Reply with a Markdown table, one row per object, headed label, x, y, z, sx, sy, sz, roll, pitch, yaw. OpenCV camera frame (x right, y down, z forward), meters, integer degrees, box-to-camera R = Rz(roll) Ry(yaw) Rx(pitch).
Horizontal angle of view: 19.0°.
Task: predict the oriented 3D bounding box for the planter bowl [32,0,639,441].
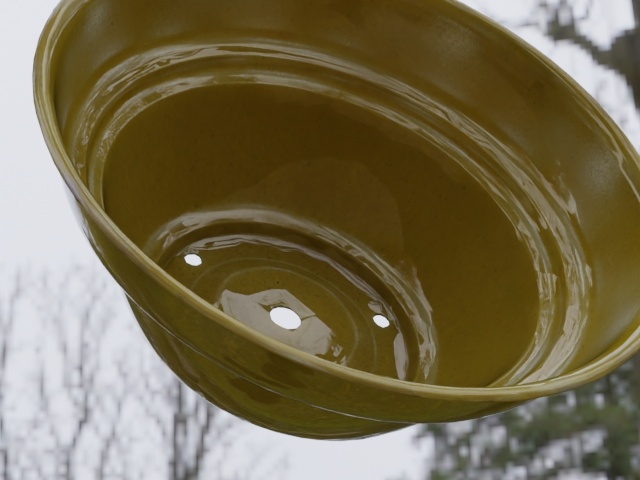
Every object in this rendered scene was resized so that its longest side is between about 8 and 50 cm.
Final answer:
| label | x | y | z | sx | sy | sz | roll | pitch | yaw |
| --- | --- | --- | --- | --- | --- | --- | --- | --- | --- |
| planter bowl | 0.000 | 0.000 | 0.635 | 0.217 | 0.217 | 0.090 | 8 | -49 | -21 |
